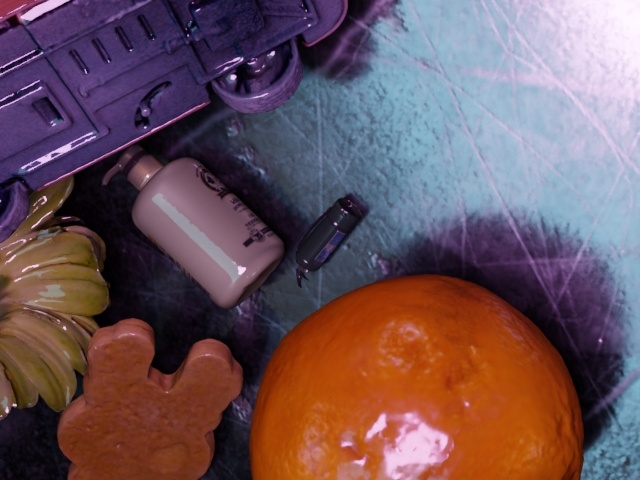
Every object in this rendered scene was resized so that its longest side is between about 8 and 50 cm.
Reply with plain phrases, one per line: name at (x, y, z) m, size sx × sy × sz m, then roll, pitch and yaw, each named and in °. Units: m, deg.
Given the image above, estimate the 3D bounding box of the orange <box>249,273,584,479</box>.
orange at (0.072, 0.155, 1.017) m, size 0.261 × 0.261 × 0.261 m, roll 5°, pitch 104°, yaw 20°

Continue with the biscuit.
biscuit at (-0.159, 0.167, 1.194) m, size 0.144 × 0.040 × 0.236 m, roll 19°, pitch 127°, yaw -10°

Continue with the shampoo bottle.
shampoo bottle at (-0.110, -0.020, 1.140) m, size 0.162 × 0.079 × 0.079 m, roll 44°, pitch 113°, yaw 7°

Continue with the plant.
plant at (-0.342, 0.055, 1.175) m, size 0.305 × 0.297 × 0.261 m, roll 33°, pitch 157°, yaw -8°

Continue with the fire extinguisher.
fire extinguisher at (0.000, 0.000, 1.134) m, size 0.083 × 0.025 × 0.038 m, roll -53°, pitch 44°, yaw 23°

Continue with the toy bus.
toy bus at (-0.210, -0.173, 0.995) m, size 0.426 × 0.203 × 0.233 m, roll -27°, pitch 61°, yaw -1°
